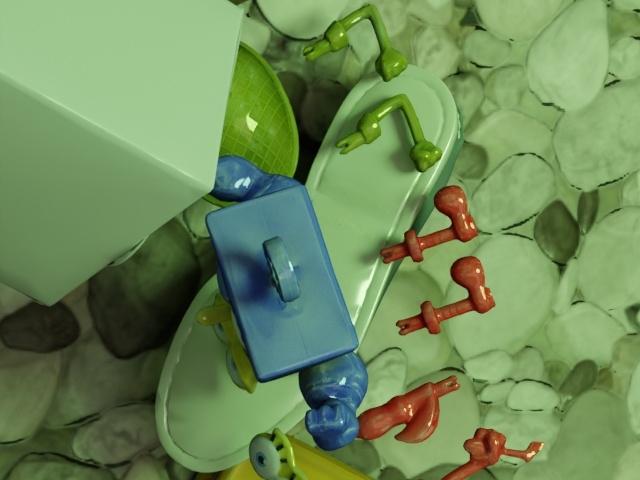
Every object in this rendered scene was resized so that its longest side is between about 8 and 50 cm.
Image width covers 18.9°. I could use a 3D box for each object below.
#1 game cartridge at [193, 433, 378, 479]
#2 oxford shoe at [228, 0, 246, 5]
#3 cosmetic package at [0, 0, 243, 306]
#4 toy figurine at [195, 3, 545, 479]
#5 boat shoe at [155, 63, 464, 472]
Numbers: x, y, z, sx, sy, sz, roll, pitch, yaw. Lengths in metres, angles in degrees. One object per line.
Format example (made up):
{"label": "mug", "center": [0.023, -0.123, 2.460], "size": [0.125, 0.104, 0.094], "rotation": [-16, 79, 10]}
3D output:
{"label": "game cartridge", "center": [-0.003, 0.318, 1.465], "size": [0.323, 0.052, 0.285], "rotation": [30, 90, -27]}
{"label": "oxford shoe", "center": [-0.051, -0.219, 1.294], "size": [0.227, 0.083, 0.096], "rotation": [-48, 134, -4]}
{"label": "cosmetic package", "center": [-0.249, -0.125, 1.129], "size": [0.365, 0.197, 0.155], "rotation": [29, 50, -30]}
{"label": "toy figurine", "center": [0.000, 0.000, 1.197], "size": [0.191, 0.217, 0.363], "rotation": [-18, 79, 4]}
{"label": "boat shoe", "center": [-0.001, 0.027, 1.354], "size": [0.116, 0.099, 0.319], "rotation": [31, 86, 13]}
